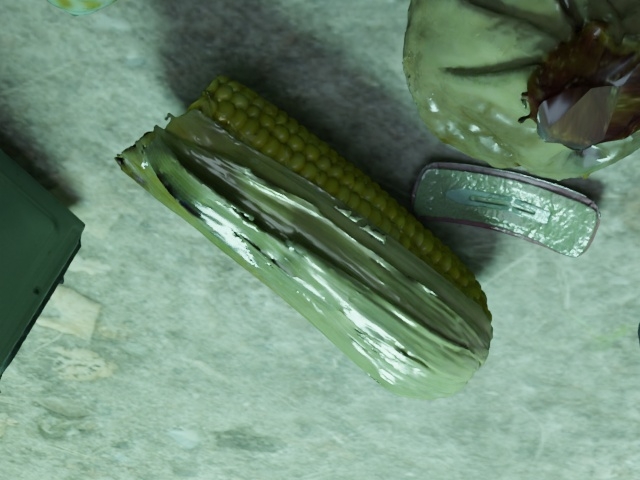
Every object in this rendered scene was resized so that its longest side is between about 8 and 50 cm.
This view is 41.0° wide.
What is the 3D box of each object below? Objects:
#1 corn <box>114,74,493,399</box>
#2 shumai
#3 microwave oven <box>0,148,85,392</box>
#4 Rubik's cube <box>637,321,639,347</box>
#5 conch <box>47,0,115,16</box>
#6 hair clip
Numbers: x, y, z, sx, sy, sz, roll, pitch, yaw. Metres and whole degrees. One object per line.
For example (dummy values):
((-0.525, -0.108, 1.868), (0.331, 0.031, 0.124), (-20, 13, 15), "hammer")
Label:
((-0.003, 0.004, 0.630), (0.305, 0.123, 0.122), (38, 129, -14), "corn")
((0.145, -0.101, 0.513), (0.201, 0.120, 0.201), (5, 128, 7), "shumai")
((-0.365, 0.067, 0.701), (0.295, 0.237, 0.181), (-31, 116, 31), "microwave oven")
((0.416, 0.219, 0.563), (0.318, 0.316, 0.313), (-16, 122, 24), "Rubik's cube")
((-0.112, -0.254, 0.406), (0.249, 0.197, 0.368), (23, 121, -11), "conch")
((0.135, -0.024, 0.636), (0.137, 0.022, 0.054), (14, 128, 6), "hair clip")
